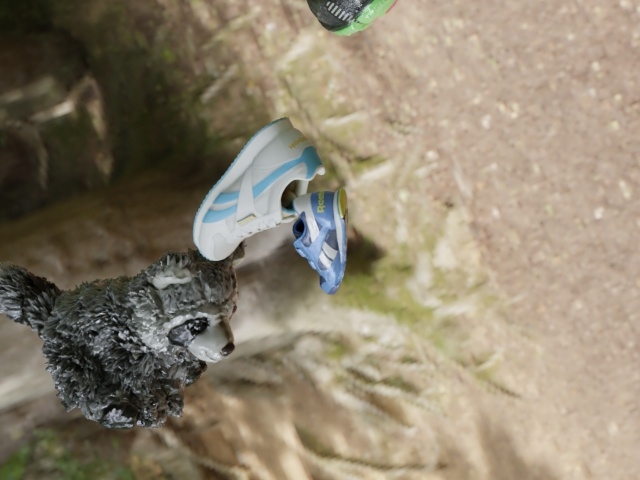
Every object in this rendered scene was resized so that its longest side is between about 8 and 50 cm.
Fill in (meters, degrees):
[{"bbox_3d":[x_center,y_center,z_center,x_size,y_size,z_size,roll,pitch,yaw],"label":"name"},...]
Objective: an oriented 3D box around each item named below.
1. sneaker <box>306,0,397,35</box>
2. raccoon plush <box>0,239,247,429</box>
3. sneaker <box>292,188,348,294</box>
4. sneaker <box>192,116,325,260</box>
[{"bbox_3d":[-0.018,-0.432,1.457,0.185,0.202,0.483,-35,57,42],"label":"sneaker"},{"bbox_3d":[-0.312,0.069,1.912,0.446,0.216,0.299,26,119,10],"label":"raccoon plush"},{"bbox_3d":[0.000,0.000,1.446,0.053,0.059,0.144,-88,-3,-47],"label":"sneaker"},{"bbox_3d":[-0.081,-0.045,1.676,0.092,0.087,0.229,47,127,14],"label":"sneaker"}]
